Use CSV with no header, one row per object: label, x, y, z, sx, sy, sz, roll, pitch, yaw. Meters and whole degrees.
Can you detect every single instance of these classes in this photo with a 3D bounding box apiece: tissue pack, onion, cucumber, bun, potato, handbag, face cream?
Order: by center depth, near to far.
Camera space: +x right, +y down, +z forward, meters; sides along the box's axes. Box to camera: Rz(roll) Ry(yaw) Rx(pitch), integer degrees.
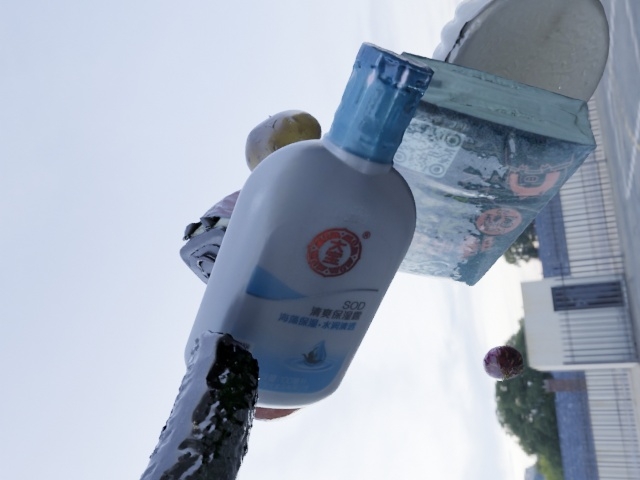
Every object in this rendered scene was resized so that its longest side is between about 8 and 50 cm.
cucumber,-0.078,0.138,0.357,0.245,0.067,0.067,-90,-16,-69
face cream,0.000,0.000,0.498,0.336,0.163,0.080,-66,24,22
tissue pack,0.155,-0.066,0.724,0.315,0.228,0.103,110,174,-55
bun,0.275,-0.284,0.858,0.175,0.263,0.263,-106,-10,-48
potato,-0.082,-0.197,1.168,0.175,0.137,0.137,-55,-30,1
handbag,-0.213,-0.001,1.325,0.181,0.254,0.181,47,-129,-16
onion,0.490,0.327,1.525,0.097,0.107,0.107,-93,-15,-64

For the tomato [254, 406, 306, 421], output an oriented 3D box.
tomato,-0.111,0.305,1.509,0.338,0.144,0.338,33,-144,-29
